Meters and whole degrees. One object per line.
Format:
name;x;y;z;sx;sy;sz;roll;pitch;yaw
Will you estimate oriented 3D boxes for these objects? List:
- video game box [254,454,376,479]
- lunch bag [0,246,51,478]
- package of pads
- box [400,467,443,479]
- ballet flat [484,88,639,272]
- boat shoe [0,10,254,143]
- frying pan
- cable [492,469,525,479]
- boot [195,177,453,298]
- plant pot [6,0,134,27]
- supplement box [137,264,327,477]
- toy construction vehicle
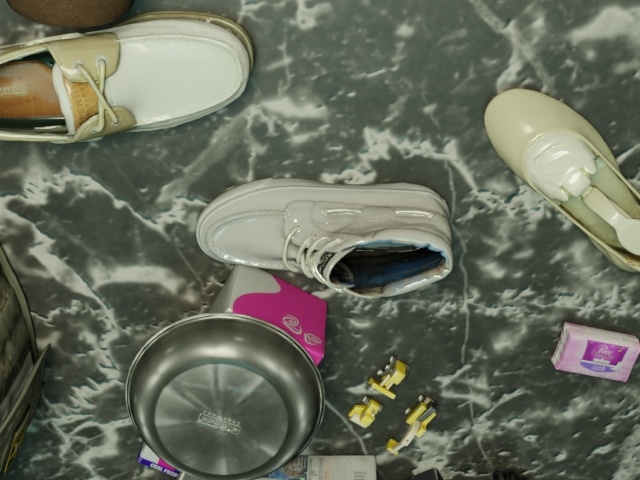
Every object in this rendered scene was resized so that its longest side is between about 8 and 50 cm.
video game box;-0.030;0.319;0.982;0.187;0.205;0.048;2;118;1
lunch bag;-0.380;0.147;0.887;0.169;0.235;0.286;-11;116;9
package of pads;0.298;0.121;0.971;0.083;0.032;0.050;11;118;-4
box;0.063;0.473;1.072;0.294;0.182;0.296;-22;114;10
ballet flat;0.259;-0.050;0.860;0.248;0.086;0.086;39;111;-16
boat shoe;-0.211;-0.136;0.816;0.303;0.103;0.113;-9;116;6
frying pan;-0.140;0.204;0.894;0.326;0.053;0.197;-42;107;16
cable;0.217;0.345;1.031;0.047;0.150;0.184;-5;159;34
boot;0.000;0.000;0.867;0.259;0.123;0.095;-6;116;4
plant pot;-0.200;-0.294;0.697;0.216;0.215;0.230;7;131;-2
supplement box;-0.092;0.149;0.952;0.111;0.114;0.220;27;112;-10
toy construction vehicle;0.084;0.190;1.009;0.086;0.035;0.098;35;112;-15
